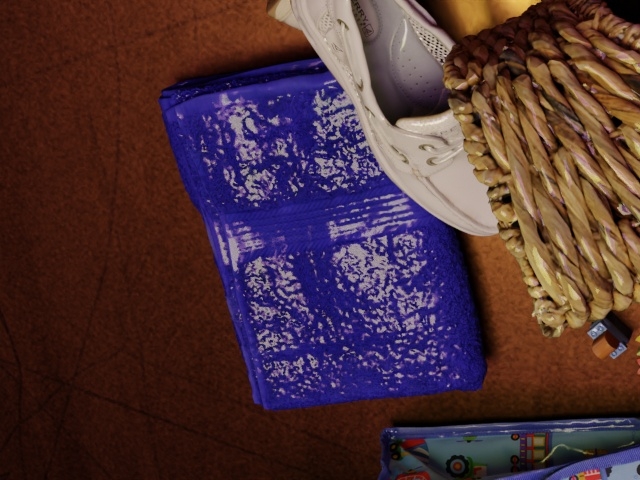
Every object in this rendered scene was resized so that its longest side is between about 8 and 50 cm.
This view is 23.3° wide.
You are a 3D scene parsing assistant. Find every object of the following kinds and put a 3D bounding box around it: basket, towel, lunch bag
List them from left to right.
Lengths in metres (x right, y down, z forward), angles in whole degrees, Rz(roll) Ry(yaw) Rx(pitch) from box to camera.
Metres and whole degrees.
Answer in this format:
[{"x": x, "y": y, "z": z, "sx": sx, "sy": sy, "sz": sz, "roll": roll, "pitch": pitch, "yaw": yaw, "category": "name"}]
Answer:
[{"x": 0.000, "y": 0.000, "z": 1.299, "sx": 0.227, "sy": 0.076, "sz": 0.308, "roll": -8, "pitch": 111, "yaw": 26, "category": "towel"}, {"x": 0.210, "y": 0.266, "z": 1.332, "sx": 0.293, "sy": 0.138, "sz": 0.221, "roll": -11, "pitch": 110, "yaw": 12, "category": "lunch bag"}, {"x": 0.227, "y": -0.079, "z": 1.038, "sx": 0.223, "sy": 0.299, "sz": 0.213, "roll": -23, "pitch": 86, "yaw": 15, "category": "basket"}]

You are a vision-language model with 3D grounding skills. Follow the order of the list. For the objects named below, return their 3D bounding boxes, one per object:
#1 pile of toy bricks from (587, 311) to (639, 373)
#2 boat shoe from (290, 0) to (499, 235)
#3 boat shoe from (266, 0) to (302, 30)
[{"x": 0.274, "y": 0.080, "z": 1.210, "sx": 0.212, "sy": 0.105, "sz": 0.118, "roll": 43, "pitch": 122, "yaw": -2, "category": "pile of toy bricks"}, {"x": 0.080, "y": -0.098, "z": 1.168, "sx": 0.098, "sy": 0.096, "sz": 0.277, "roll": -43, "pitch": 116, "yaw": -4, "category": "boat shoe"}, {"x": 0.028, "y": -0.226, "z": 1.196, "sx": 0.059, "sy": 0.063, "sz": 0.170, "roll": 31, "pitch": 124, "yaw": -22, "category": "boat shoe"}]
